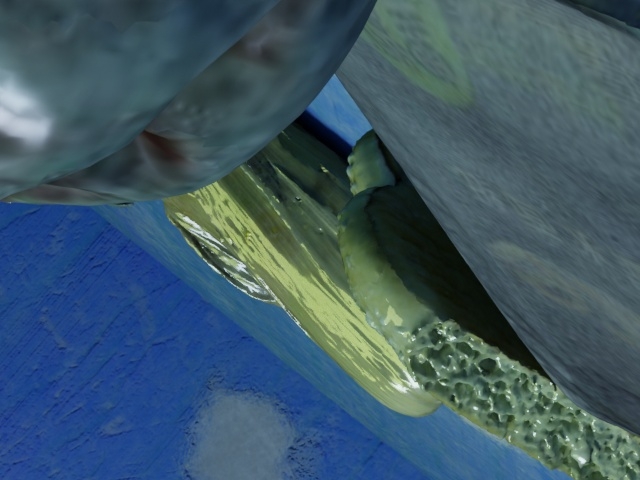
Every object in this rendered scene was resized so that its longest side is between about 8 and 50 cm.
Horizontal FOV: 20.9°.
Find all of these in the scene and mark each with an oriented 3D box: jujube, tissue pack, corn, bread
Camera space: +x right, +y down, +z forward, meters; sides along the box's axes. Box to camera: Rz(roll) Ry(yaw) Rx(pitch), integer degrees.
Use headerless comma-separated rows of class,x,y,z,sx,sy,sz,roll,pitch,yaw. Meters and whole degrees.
jujube,-0.088,-0.160,0.426,0.246,0.308,0.215,-3,-179,44
tissue pack,0.142,-0.021,0.613,0.288,0.124,0.394,35,170,45
corn,-0.002,0.002,1.278,0.305,0.122,0.123,42,170,2
bread,0.106,0.033,0.923,0.286,0.056,0.207,35,-152,-31
